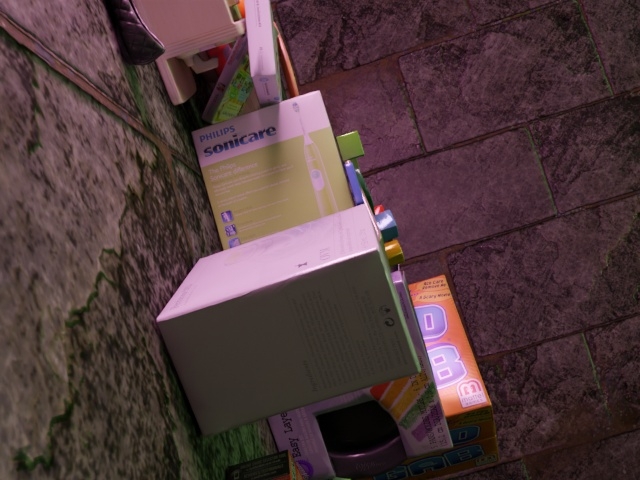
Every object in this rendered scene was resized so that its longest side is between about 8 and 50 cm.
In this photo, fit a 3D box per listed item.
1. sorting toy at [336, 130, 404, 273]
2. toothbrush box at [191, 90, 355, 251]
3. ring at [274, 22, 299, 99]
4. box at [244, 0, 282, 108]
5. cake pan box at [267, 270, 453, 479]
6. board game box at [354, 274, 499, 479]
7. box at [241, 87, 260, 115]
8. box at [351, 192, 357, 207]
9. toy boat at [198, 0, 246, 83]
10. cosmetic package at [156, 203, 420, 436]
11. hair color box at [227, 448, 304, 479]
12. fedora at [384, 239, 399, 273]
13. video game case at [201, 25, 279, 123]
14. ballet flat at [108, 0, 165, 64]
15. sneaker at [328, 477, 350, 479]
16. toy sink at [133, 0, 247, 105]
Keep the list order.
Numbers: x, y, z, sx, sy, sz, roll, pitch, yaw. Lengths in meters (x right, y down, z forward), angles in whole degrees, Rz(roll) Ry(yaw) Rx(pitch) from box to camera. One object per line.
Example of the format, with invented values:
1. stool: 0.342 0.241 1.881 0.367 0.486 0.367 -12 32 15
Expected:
1. sorting toy: 0.088 -0.023 1.030 0.348 0.047 0.196 68 6 -55
2. toothbrush box: -0.053 -0.055 1.035 0.122 0.206 0.284 39 34 -82
3. ring: -0.097 -0.333 1.468 0.336 0.032 0.337 163 -90 -80
4. box: -0.084 -0.279 1.011 0.186 0.038 0.145 80 4 -80
5. cake pan box: 0.037 0.203 0.954 0.070 0.245 0.267 -65 139 -78
6. board game box: 0.208 0.368 1.674 0.356 0.356 0.357 66 8 -50
7. box: -0.160 -0.311 1.431 0.102 0.087 0.101 67 7 -50
8. box: 0.000 0.000 1.354 0.108 0.207 0.153 -18 -90 67
9. toy boat: -0.173 -0.411 1.237 0.151 0.151 0.231 66 8 -58
10. cosmetic package: -0.030 0.073 0.734 0.224 0.224 0.138 -89 159 -77
11. hair color box: -0.044 0.293 0.725 0.043 0.071 0.141 -100 171 -57
12. fedora: 0.023 0.069 1.528 0.152 0.334 0.334 25 39 -41
13. video game case: -0.140 -0.304 1.213 0.207 0.026 0.227 -63 -178 8
14. ballet flat: -0.227 -0.291 0.790 0.057 0.049 0.173 -61 134 -85
15. sneaker: 0.004 0.213 1.118 0.145 0.147 0.385 67 8 -66
16. toy sink: -0.182 -0.334 0.970 0.153 0.131 0.234 -93 166 -70
